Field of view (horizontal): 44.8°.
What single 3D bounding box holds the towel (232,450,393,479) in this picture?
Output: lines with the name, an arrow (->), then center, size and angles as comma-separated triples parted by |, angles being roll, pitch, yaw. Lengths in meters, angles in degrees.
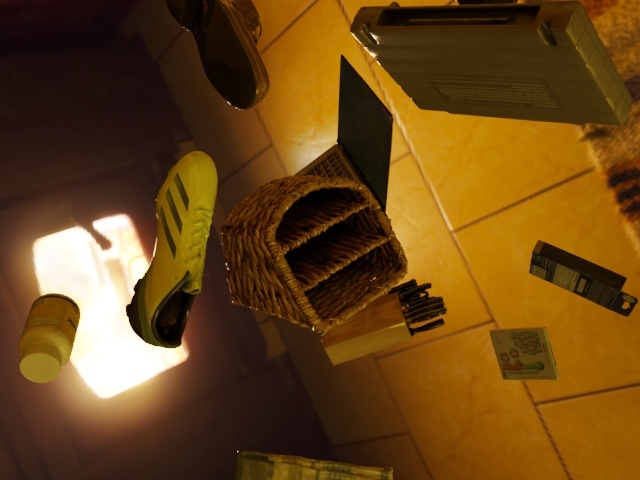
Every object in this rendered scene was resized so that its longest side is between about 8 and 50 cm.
towel -> -0.013, 0.445, 1.206 | 0.034, 0.285, 0.209 | -33, 47, 59

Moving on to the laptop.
laptop -> 0.007, -0.196, 1.971 | 0.236, 0.408, 0.382 | 48, -171, -38

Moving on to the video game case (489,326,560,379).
video game case -> 0.524, 0.293, 2.002 | 0.157, 0.019, 0.143 | -9, 103, 42

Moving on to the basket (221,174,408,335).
basket -> 0.000, 0.000, 1.411 | 0.223, 0.299, 0.213 | 14, 118, 37

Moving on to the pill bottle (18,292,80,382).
pill bottle -> -0.343, 0.123, 0.979 | 0.116, 0.065, 0.065 | -101, 16, -58

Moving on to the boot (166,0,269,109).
boot -> -0.123, -0.306, 1.135 | 0.305, 0.115, 0.112 | 61, 139, 33

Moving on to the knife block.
knife block -> 0.171, 0.213, 1.921 | 0.242, 0.275, 0.088 | 19, 150, 34

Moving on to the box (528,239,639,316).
box -> 0.547, 0.081, 1.616 | 0.225, 0.036, 0.136 | 27, 166, 20

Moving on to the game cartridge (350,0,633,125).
game cartridge -> 0.238, -0.252, 1.107 | 0.355, 0.230, 0.068 | 15, 79, 43

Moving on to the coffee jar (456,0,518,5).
coffee jar -> 0.260, -0.412, 1.170 | 0.096, 0.184, 0.079 | 37, 142, -22

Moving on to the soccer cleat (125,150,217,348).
soccer cleat -> -0.193, 0.018, 1.114 | 0.121, 0.093, 0.289 | 25, 99, 43

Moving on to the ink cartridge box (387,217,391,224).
ink cartridge box -> 0.081, -0.020, 2.117 | 0.209, 0.109, 0.062 | 11, 146, 6
